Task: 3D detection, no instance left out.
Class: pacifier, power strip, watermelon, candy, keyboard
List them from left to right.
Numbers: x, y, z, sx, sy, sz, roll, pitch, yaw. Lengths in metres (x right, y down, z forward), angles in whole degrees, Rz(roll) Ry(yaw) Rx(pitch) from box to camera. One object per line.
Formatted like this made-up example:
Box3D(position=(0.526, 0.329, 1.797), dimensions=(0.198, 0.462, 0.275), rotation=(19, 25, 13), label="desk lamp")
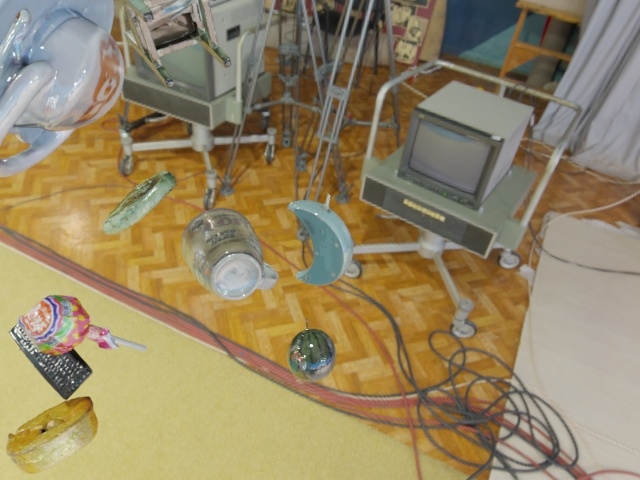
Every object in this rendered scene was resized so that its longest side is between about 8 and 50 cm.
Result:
Box3D(position=(-0.322, -0.193, 0.480), dimensions=(0.207, 0.227, 0.279), rotation=(35, 5, -14), label="pacifier")
Box3D(position=(-0.602, 0.247, 1.062), dimensions=(0.250, 0.017, 0.087), rotation=(34, 70, 26), label="keyboard")
Box3D(position=(-0.515, 0.219, 1.108), dimensions=(0.124, 0.365, 0.124), rotation=(-6, 65, 13), label="candy")
Box3D(position=(-0.020, 0.227, 1.007), dimensions=(0.105, 0.133, 0.105), rotation=(-6, -2, 0), label="watermelon")
Box3D(position=(0.000, 0.000, 0.975), dimensions=(0.137, 0.216, 0.044), rotation=(15, 34, 27), label="power strip")

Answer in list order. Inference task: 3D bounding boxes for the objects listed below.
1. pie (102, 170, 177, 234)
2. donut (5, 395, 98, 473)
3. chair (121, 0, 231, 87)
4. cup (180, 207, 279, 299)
Box3D(position=(-0.464, -0.099, 1.233), dimensions=(0.240, 0.054, 0.240), rotation=(-31, 26, 17), label="pie")
Box3D(position=(-0.539, 0.401, 0.984), dimensions=(0.190, 0.074, 0.174), rotation=(-8, 14, 47), label="donut")
Box3D(position=(-0.291, -0.420, 0.899), dimensions=(0.136, 0.147, 0.270), rotation=(-27, 52, -17), label="chair")
Box3D(position=(-0.237, 0.074, 1.378), dimensions=(0.301, 0.227, 0.257), rotation=(31, 10, -32), label="cup")
